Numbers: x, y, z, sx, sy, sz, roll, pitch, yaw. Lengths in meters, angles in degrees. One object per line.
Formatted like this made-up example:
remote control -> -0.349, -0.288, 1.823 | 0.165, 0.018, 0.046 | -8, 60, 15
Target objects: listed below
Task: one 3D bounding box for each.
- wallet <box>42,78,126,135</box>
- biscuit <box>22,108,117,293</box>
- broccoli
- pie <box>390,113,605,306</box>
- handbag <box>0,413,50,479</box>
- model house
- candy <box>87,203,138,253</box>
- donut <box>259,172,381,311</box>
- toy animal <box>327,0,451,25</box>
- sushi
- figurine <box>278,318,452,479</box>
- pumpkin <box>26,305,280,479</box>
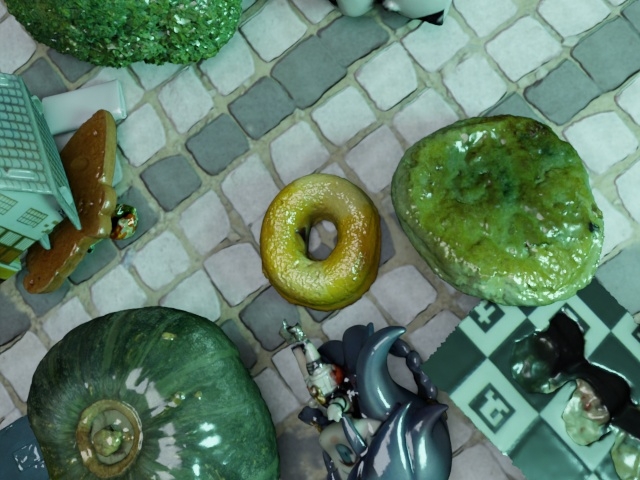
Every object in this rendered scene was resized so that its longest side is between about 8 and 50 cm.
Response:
wallet -> -0.350, -0.196, 1.156 | 0.122, 0.025, 0.061 | -12, 84, 8
biscuit -> -0.355, -0.055, 1.116 | 0.183, 0.043, 0.280 | 16, 80, 30
broccoli -> -0.252, -0.387, 1.030 | 0.321, 0.310, 0.413 | 43, 126, 17
pie -> 0.224, -0.044, 0.974 | 0.276, 0.079, 0.277 | 3, 59, -5
handbag -> -0.401, 0.369, 1.088 | 0.179, 0.062, 0.229 | -32, 80, 2
model house -> -0.454, -0.083, 1.046 | 0.215, 0.198, 0.224 | -35, 57, 12
candy -> -0.336, 0.010, 1.129 | 0.184, 0.049, 0.056 | -35, 42, 12
donut -> -0.001, -0.001, 1.054 | 0.174, 0.074, 0.190 | 22, 87, 11
toy animal -> 0.073, -0.387, 1.032 | 0.235, 0.187, 0.165 | 8, 61, 7
sushi -> 0.314, 0.217, 0.962 | 0.373, 0.100, 0.296 | 46, 56, 8
figurine -> 0.060, 0.216, 0.976 | 0.196, 0.175, 0.265 | -9, 90, 3
pumpkin -> -0.203, 0.248, 0.966 | 0.291, 0.257, 0.328 | -18, 80, 21
